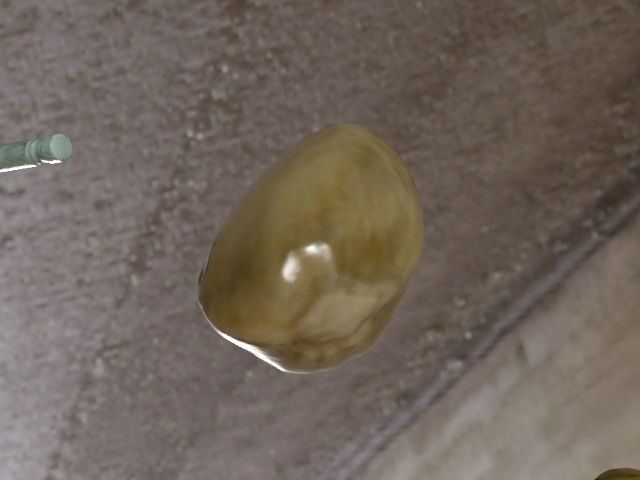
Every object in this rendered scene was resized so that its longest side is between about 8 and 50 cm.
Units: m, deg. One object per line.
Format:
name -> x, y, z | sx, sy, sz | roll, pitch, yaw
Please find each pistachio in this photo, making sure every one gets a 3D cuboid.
pistachio -> 0.000, 0.000, 0.884 | 0.126, 0.185, 0.108 | 1, 126, 25

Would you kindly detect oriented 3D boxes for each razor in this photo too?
razor -> -0.312, -0.071, 1.413 | 0.232, 0.068, 0.106 | -5, 169, 43

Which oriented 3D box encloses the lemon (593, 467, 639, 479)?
lemon -> 0.149, 0.233, 0.556 | 0.258, 0.310, 0.258 | -15, 155, -7
